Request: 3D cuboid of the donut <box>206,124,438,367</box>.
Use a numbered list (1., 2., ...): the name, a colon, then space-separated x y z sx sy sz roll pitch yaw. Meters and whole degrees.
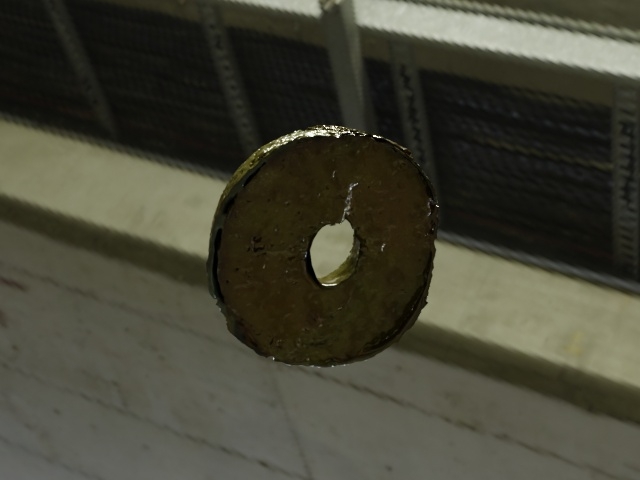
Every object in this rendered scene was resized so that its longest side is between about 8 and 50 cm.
1. donut: 0.000 0.000 1.320 0.272 0.272 0.107 50 5 -26
